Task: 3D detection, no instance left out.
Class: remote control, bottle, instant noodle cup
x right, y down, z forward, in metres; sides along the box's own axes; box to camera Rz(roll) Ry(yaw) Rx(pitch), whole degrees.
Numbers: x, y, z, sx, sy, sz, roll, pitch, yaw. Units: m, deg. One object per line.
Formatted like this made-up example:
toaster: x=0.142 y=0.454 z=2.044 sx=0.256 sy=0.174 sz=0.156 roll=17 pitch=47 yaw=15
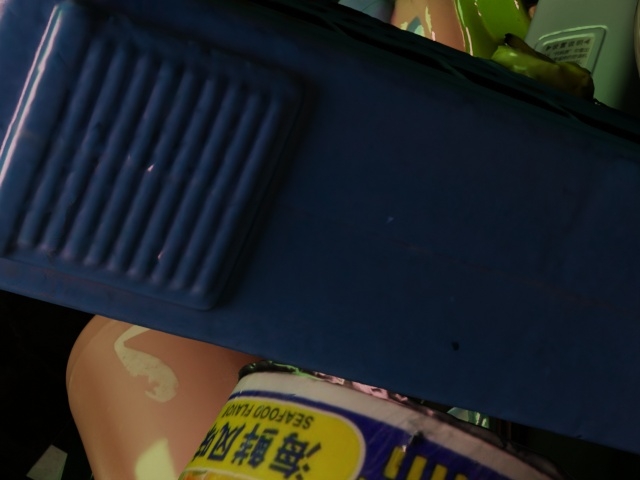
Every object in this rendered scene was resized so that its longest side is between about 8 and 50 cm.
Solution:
remote control: x=0.143 y=-0.087 z=0.831 sx=0.087 sy=0.047 sz=0.244 roll=-7 pitch=52 yaw=45
bottle: x=-0.067 y=0.162 z=1.082 sx=0.206 sy=0.173 sz=0.297 roll=-53 pitch=37 yaw=20
instant noodle cup: x=-0.013 y=0.231 z=0.657 sx=0.312 sy=0.284 sz=0.284 roll=-65 pitch=9 yaw=-18

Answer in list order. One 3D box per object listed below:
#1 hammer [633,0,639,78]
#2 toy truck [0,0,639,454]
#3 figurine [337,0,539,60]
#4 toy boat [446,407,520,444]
hammer: x=0.130 y=-0.127 z=0.515 sx=0.113 sy=0.305 sz=0.202 roll=-28 pitch=28 yaw=14
toy truck: x=0.013 y=-0.022 z=0.635 sx=0.161 sy=0.385 sz=0.162 roll=-66 pitch=27 yaw=14
figurine: x=0.106 y=-0.144 z=1.026 sx=0.263 sy=0.143 sz=0.162 roll=-38 pitch=38 yaw=38
toy boat: x=0.065 y=0.132 z=0.892 sx=0.140 sy=0.066 sz=0.059 roll=125 pitch=158 yaw=-56
